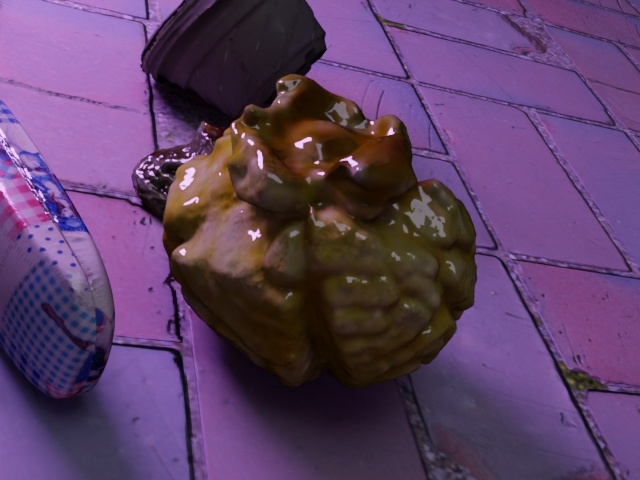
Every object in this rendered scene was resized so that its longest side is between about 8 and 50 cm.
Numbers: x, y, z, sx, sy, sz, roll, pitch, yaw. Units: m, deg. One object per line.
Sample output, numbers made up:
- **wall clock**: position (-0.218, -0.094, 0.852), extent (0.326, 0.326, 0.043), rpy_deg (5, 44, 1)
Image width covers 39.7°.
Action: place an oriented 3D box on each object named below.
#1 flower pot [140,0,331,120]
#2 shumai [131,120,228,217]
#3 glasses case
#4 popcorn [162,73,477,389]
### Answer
- **flower pot**: position (-0.084, -0.233, 1.045), extent (0.140, 0.235, 0.235), rpy_deg (47, 35, -5)
- **shumai**: position (-0.121, -0.073, 0.891), extent (0.124, 0.087, 0.099), rpy_deg (-4, 44, -32)
- **glasses case**: position (-0.252, -0.017, 0.704), extent (0.076, 0.125, 0.327), rpy_deg (-12, 48, -39)
- **popcorn**: position (0.000, 0.000, 0.740), extent (0.258, 0.270, 0.224), rpy_deg (48, 59, -18)
